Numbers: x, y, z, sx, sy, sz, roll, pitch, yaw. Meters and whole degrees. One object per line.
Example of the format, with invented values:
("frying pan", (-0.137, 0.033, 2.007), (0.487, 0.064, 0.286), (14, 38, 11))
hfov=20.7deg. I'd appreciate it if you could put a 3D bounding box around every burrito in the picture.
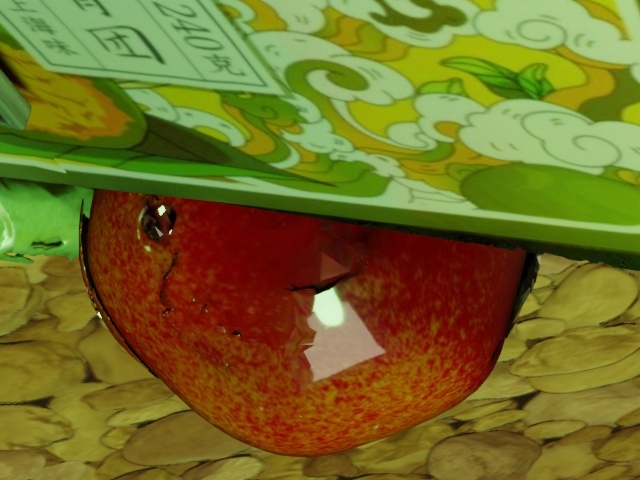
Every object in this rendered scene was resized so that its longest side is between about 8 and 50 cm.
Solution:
("burrito", (-0.217, -0.021, 0.837), (0.288, 0.054, 0.104), (8, 177, -42))

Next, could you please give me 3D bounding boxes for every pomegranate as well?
("pomegranate", (0.000, 0.000, 0.799), (0.210, 0.210, 0.235), (-14, 156, 7))

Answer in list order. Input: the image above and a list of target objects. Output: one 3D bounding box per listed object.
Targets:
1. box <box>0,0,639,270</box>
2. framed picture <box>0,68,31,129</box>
("box", (-0.071, -0.147, 0.460), (0.373, 0.138, 0.420), (8, 160, 27))
("framed picture", (-0.172, -0.073, 0.528), (0.149, 0.011, 0.109), (12, 161, 17))
